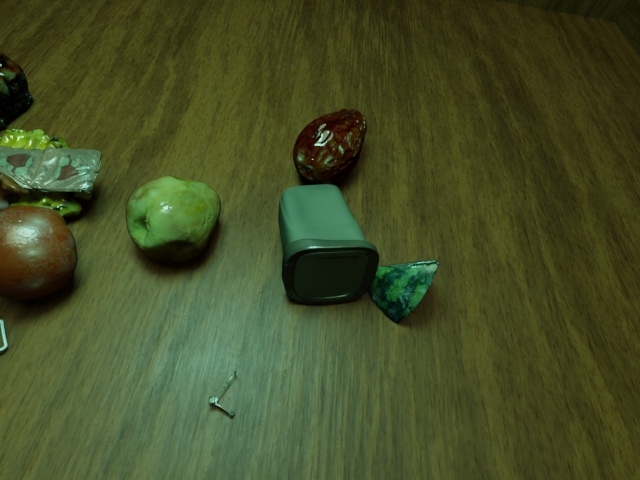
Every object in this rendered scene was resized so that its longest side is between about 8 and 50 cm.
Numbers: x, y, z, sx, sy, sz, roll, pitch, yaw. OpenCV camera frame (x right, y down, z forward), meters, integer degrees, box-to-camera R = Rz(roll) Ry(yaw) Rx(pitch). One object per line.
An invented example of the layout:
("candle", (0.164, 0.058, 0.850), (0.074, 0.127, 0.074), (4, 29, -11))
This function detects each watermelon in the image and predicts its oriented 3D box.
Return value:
("watermelon", (0.212, 0.076, 1.051), (0.136, 0.207, 0.202), (38, 36, -13))

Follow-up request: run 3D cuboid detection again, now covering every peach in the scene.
("peach", (-0.352, -0.057, 1.034), (0.235, 0.214, 0.214), (-23, 59, -43))

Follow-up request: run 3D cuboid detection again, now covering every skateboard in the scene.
("skateboard", (-0.192, 0.324, 0.879), (0.063, 0.032, 0.083), (32, 57, 2))

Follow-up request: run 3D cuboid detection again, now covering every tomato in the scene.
("tomato", (-0.650, 0.027, 0.903), (0.184, 0.208, 0.208), (-18, 58, -39))

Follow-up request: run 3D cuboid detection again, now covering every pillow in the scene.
("pillow", (-0.688, -0.174, 1.027), (0.248, 0.049, 0.135), (0, 59, -11))

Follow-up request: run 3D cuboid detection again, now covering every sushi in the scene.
("sushi", (-1.022, -0.409, 1.179), (0.196, 0.182, 0.343), (15, 50, 10))

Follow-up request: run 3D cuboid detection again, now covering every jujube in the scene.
("jujube", (0.034, -0.294, 1.260), (0.197, 0.197, 0.290), (31, 57, 13))

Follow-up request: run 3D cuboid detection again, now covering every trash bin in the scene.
("trash bin", (0.000, 0.000, 1.039), (0.219, 0.220, 0.250), (-4, 48, -15))

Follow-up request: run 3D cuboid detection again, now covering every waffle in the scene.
("waffle", (-0.827, -0.137, 1.065), (0.382, 0.095, 0.380), (-31, 67, -25))

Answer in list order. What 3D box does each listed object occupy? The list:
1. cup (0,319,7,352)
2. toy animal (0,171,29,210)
("cup", (-0.716, 0.202, 0.862), (0.104, 0.074, 0.116), (11, 44, -32))
("toy animal", (-0.808, -0.063, 0.873), (0.169, 0.195, 0.281), (29, 72, 24))
